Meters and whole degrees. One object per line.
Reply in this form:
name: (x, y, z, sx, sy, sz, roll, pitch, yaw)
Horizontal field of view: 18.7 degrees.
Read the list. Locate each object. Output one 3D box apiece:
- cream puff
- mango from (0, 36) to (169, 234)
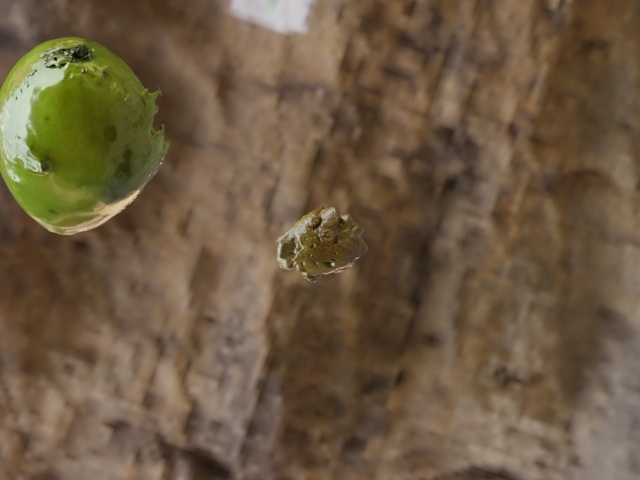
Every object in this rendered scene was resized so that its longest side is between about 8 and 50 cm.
cream puff: (0.000, 0.000, 1.819, 0.083, 0.083, 0.058, -56, 18, 35)
mango: (-0.174, -0.065, 1.351, 0.100, 0.119, 0.178, -31, -20, -30)
